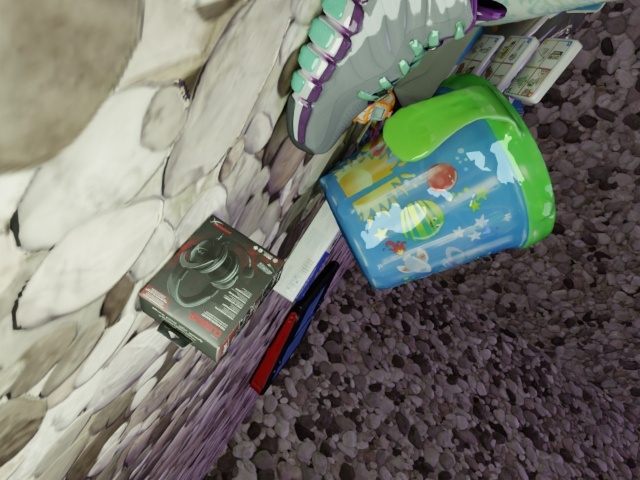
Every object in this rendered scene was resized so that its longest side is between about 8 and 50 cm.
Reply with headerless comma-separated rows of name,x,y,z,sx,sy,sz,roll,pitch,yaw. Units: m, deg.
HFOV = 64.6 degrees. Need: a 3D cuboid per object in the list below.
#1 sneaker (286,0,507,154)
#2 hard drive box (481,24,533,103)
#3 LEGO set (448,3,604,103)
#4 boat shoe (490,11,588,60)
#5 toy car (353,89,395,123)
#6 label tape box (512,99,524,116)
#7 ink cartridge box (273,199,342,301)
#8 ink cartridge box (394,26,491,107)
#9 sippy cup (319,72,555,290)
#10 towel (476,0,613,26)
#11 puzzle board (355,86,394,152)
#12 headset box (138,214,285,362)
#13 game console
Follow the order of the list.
sneaker,0.051,-0.129,0.319,0.083,0.098,0.224,-51,171,-47
hard drive box,0.322,-0.383,0.859,0.232,0.089,0.181,-57,141,-11
LEGO set,0.285,-0.271,0.609,0.244,0.060,0.182,-54,-152,8
boat shoe,0.368,-0.347,0.755,0.335,0.095,0.112,-50,-158,-21
toy car,0.076,-0.177,0.544,0.060,0.040,0.122,-52,172,-43
label tape box,0.326,-0.284,1.196,0.334,0.105,0.241,113,-20,-59
ink cartridge box,0.000,0.000,0.819,0.207,0.046,0.097,-57,173,0
ink cartridge box,0.218,-0.214,0.812,0.134,0.078,0.231,-57,142,-6
sippy cup,0.129,-0.055,0.645,0.223,0.306,0.240,-27,-148,0
towel,0.317,-0.404,0.507,0.375,0.090,0.320,-61,-158,4
puzzle board,0.084,-0.172,0.773,0.096,0.011,0.128,-57,174,-1
headset box,-0.073,0.033,0.335,0.083,0.062,0.032,-53,172,-32
game console,-0.069,0.262,1.548,0.342,0.060,0.386,-60,174,27
